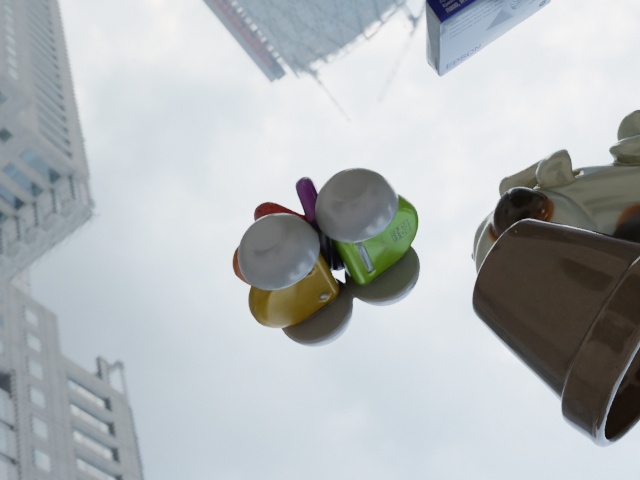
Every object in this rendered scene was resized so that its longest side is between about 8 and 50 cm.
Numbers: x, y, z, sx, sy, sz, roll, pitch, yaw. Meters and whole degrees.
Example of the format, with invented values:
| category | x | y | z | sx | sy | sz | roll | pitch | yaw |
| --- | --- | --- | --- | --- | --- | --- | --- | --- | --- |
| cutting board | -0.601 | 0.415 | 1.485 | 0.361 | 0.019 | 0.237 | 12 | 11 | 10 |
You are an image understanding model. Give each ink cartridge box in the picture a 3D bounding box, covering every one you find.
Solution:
| category | x | y | z | sx | sy | sz | roll | pitch | yaw |
| --- | --- | --- | --- | --- | --- | --- | --- | --- | --- |
| ink cartridge box | 0.251 | -0.360 | 1.299 | 0.223 | 0.224 | 0.045 | -35 | -109 | -4 |

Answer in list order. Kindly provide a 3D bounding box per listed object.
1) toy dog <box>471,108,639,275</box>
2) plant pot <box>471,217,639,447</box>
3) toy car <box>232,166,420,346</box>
| category | x | y | z | sx | sy | sz | roll | pitch | yaw |
| --- | --- | --- | --- | --- | --- | --- | --- | --- | --- |
| toy dog | 0.429 | 0.004 | 1.406 | 0.408 | 0.284 | 0.395 | -17 | -153 | -17 |
| plant pot | 0.322 | 0.087 | 1.117 | 0.229 | 0.263 | 0.263 | 30 | -103 | 33 |
| toy car | 0.000 | 0.000 | 0.852 | 0.182 | 0.159 | 0.136 | -31 | -131 | -3 |
